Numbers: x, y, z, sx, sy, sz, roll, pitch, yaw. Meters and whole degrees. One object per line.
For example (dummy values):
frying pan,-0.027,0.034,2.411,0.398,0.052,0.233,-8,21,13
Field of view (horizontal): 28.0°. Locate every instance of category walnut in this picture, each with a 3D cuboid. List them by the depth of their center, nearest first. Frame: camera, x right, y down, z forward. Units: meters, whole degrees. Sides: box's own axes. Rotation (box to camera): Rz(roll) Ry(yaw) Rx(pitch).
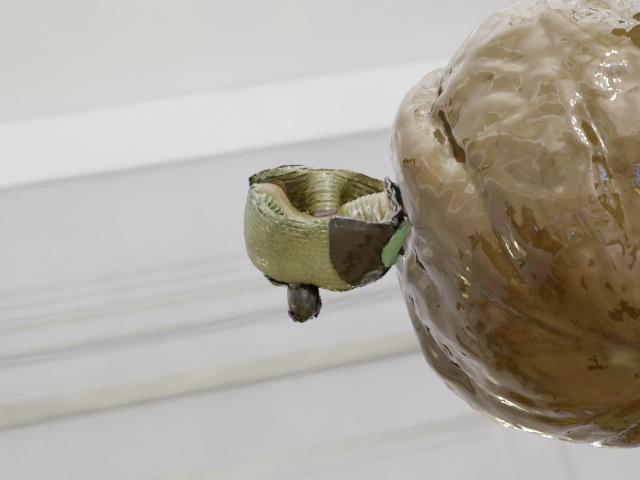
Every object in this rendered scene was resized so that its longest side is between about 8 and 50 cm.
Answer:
walnut,0.169,-0.017,0.825,0.252,0.313,0.277,-18,-49,-2

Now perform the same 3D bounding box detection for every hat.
hat,0.001,0.000,0.609,0.076,0.077,0.059,6,-66,-3
